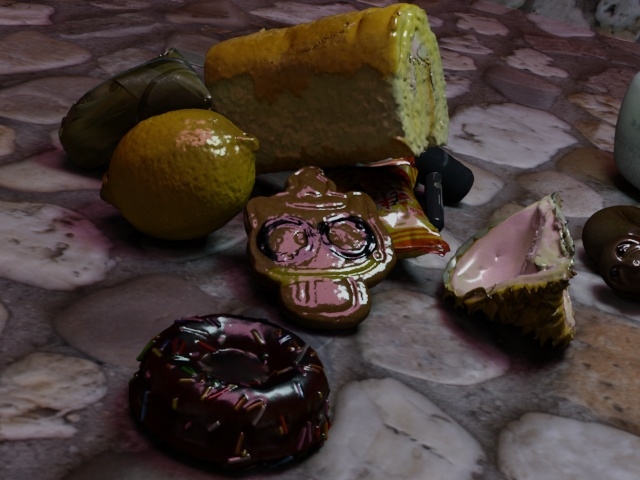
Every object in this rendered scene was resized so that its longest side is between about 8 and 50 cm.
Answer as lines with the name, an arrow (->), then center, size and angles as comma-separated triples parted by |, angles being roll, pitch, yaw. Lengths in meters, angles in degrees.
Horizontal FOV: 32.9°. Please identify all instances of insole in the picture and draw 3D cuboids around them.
insole -> -0.244, -0.389, 2.386 | 0.232, 0.003, 0.080 | 21, 27, 18

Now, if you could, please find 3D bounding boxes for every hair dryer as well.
hair dryer -> 0.203, -0.075, 1.853 | 0.124, 0.071, 0.219 | 33, 35, -22

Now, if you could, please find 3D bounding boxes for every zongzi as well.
zongzi -> -0.289, -0.186, 1.685 | 0.251, 0.125, 0.274 | -32, 24, -3

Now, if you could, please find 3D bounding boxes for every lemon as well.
lemon -> -0.202, -0.096, 1.566 | 0.257, 0.188, 0.188 | -17, 19, 18

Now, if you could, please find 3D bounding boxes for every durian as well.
durian -> 0.269, 0.045, 1.558 | 0.196, 0.185, 0.305 | -11, 30, 11

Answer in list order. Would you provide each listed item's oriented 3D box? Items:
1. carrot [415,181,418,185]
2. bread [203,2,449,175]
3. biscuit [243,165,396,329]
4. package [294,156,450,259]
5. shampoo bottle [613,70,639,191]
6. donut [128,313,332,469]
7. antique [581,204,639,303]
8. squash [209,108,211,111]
carrot -> 0.143, -0.098, 1.911 | 0.043, 0.043, 0.248 | 19, 28, 14
bread -> 0.001, -0.231, 1.692 | 0.376, 0.236, 0.165 | -5, 11, 36
biscuit -> 0.000, 0.000, 1.514 | 0.209, 0.041, 0.290 | -3, 51, -10
package -> 0.070, -0.040, 1.674 | 0.224, 0.108, 0.288 | -4, 34, -1
shampoo bottle -> 0.747, -0.218, 2.136 | 0.323, 0.317, 0.322 | 20, 21, -8
donut -> -0.096, 0.158, 1.216 | 0.235, 0.089, 0.235 | 9, 24, -4
antique -> 0.502, 0.016, 1.748 | 0.144, 0.121, 0.257 | 7, 24, 5
squash -> -0.217, -0.181, 1.864 | 0.095, 0.095, 0.188 | 28, 30, 31
